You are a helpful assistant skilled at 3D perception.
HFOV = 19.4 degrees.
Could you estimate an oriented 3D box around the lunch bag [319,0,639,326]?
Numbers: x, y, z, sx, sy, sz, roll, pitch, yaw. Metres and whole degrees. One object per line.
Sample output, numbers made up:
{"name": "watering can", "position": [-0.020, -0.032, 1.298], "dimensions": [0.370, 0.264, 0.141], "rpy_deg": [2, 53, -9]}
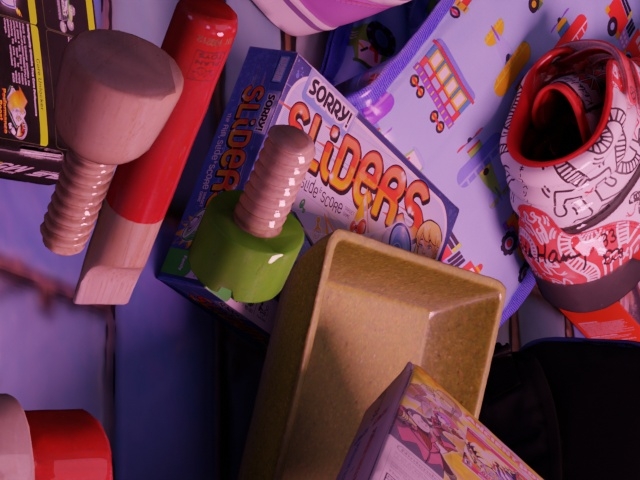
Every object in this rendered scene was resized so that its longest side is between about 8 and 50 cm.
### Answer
{"name": "lunch bag", "position": [0.102, -0.094, 1.236], "dimensions": [0.221, 0.138, 0.293], "rpy_deg": [60, 43, -38]}

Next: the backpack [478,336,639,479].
{"name": "backpack", "position": [0.210, 0.209, 1.199], "dimensions": [0.213, 0.277, 0.263], "rpy_deg": [53, 50, -39]}

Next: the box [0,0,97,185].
{"name": "box", "position": [-0.164, -0.126, 0.800], "dimensions": [0.184, 0.045, 0.190], "rpy_deg": [7, 73, -64]}

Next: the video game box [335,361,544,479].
{"name": "video game box", "position": [0.093, 0.166, 0.892], "dimensions": [0.205, 0.048, 0.187], "rpy_deg": [43, 20, -2]}

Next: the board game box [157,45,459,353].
{"name": "board game box", "position": [0.000, 0.000, 1.035], "dimensions": [0.201, 0.035, 0.136], "rpy_deg": [38, 67, -52]}

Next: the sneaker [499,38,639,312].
{"name": "sneaker", "position": [0.214, -0.092, 1.221], "dimensions": [0.270, 0.090, 0.145], "rpy_deg": [-49, 136, -25]}

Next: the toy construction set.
{"name": "toy construction set", "position": [-0.156, 0.053, 0.608], "dimensions": [0.309, 0.257, 0.237], "rpy_deg": [-22, 145, -47]}

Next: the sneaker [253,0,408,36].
{"name": "sneaker", "position": [-0.006, -0.211, 1.012], "dimensions": [0.282, 0.161, 0.102], "rpy_deg": [29, 57, -55]}

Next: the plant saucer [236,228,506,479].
{"name": "plant saucer", "position": [0.020, 0.097, 1.017], "dimensions": [0.188, 0.045, 0.188], "rpy_deg": [18, 84, -55]}

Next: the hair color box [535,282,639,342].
{"name": "hair color box", "position": [0.220, 0.019, 1.482], "dimensions": [0.167, 0.053, 0.093], "rpy_deg": [40, 47, -50]}
